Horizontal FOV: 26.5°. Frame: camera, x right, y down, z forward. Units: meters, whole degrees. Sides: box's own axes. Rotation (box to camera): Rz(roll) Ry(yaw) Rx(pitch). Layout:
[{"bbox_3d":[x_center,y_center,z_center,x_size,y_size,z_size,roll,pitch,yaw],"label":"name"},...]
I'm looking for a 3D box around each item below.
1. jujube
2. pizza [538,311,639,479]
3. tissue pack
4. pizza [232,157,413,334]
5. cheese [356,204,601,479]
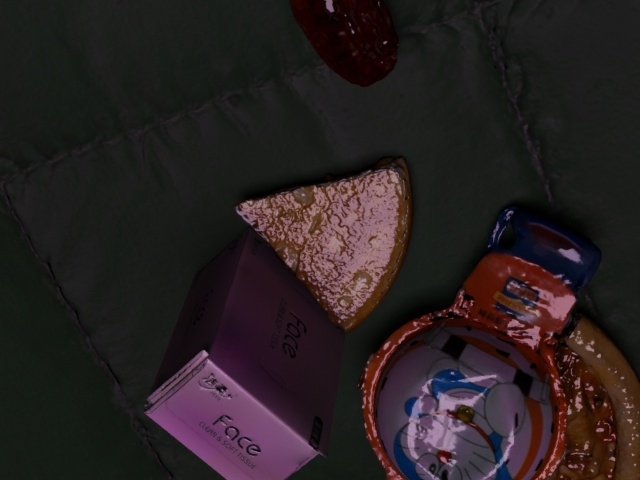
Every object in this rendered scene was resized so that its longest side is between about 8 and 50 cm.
[{"bbox_3d":[0.022,-0.195,1.212,0.077,0.077,0.129,-21,124,17],"label":"jujube"},{"bbox_3d":[0.274,0.193,1.405,0.134,0.056,0.271,0,119,5],"label":"pizza"},{"bbox_3d":[-0.064,0.111,1.289,0.148,0.246,0.092,41,116,-16],"label":"tissue pack"},{"bbox_3d":[0.000,0.000,1.334,0.176,0.036,0.185,8,109,6],"label":"pizza"},{"bbox_3d":[0.159,0.128,1.335,0.217,0.129,0.329,29,104,13],"label":"cheese"}]
